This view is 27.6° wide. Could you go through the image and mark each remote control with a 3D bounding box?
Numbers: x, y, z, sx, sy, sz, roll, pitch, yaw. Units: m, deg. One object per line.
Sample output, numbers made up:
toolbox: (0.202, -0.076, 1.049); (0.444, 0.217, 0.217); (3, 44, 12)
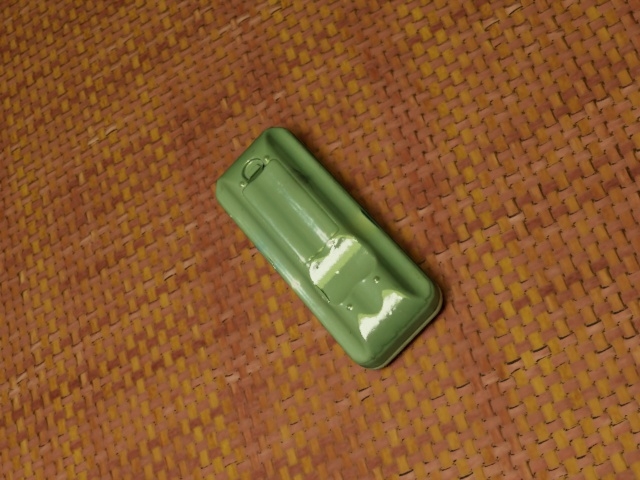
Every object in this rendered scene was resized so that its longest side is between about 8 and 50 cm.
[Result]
remote control: (0.000, 0.000, 1.523); (0.128, 0.065, 0.335); (-45, 57, 5)
